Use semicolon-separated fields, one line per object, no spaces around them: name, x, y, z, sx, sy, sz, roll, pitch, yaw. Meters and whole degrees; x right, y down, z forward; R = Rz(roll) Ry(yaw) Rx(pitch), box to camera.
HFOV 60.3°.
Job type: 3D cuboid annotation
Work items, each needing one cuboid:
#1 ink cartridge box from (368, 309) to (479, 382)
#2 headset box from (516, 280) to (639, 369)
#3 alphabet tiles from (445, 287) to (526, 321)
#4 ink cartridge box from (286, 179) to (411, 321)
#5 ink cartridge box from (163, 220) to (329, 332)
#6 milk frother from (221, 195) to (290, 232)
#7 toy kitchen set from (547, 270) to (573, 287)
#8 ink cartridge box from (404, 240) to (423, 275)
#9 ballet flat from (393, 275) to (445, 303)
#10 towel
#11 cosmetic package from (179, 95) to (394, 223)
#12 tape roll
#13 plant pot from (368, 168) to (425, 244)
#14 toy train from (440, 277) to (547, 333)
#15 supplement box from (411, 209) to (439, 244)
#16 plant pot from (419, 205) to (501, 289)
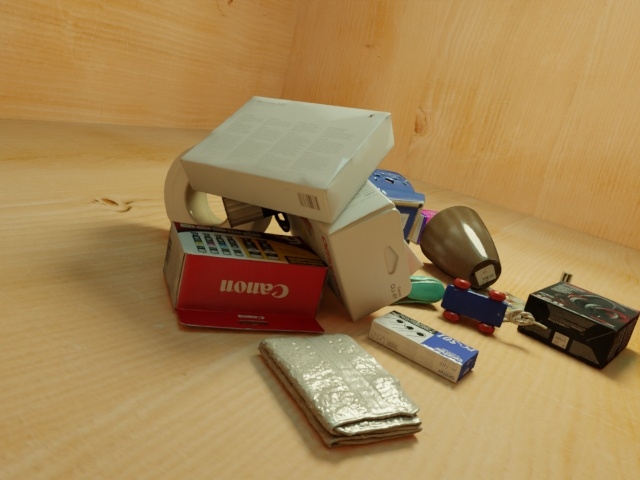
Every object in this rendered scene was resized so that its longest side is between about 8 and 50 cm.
ink cartridge box;0.213;0.216;1.150;0.207;0.046;0.097;24;21;31
headset box;0.683;0.206;1.442;0.218;0.110;0.293;26;21;37
alphabet tiles;0.505;0.178;1.575;0.237;0.009;0.198;1;20;-35
ink cartridge box;0.034;-0.043;1.296;0.160;0.279;0.384;-27;41;-11
ink cartridge box;-0.155;0.075;1.171;0.310;0.130;0.272;7;17;-25
milk frother;-0.145;-0.063;1.275;0.135;0.143;0.129;-16;18;-5
toy kitchen set;0.777;0.141;1.794;0.068;0.075;0.083;18;13;19
ink cartridge box;0.190;-0.009;1.554;0.296;0.066;0.261;48;2;-25
ballet flat;0.197;0.124;1.416;0.247;0.083;0.087;8;-7;-19
towel;0.029;0.236;0.932;0.187;0.049;0.282;4;19;-32
cosmetic package;-0.070;-0.193;1.208;0.377;0.097;0.284;15;51;30
tape roll;-0.262;-0.111;1.428;0.286;0.286;0.100;20;17;20
plant pot;0.207;-0.103;1.891;0.236;0.235;0.212;2;26;-35
toy train;0.435;0.176;1.391;0.248;0.105;0.143;19;4;16
supplement box;0.436;-0.046;2.078;0.220;0.111;0.114;6;18;-27
plant pot;0.449;0.041;1.686;0.216;0.215;0.230;7;29;-21
